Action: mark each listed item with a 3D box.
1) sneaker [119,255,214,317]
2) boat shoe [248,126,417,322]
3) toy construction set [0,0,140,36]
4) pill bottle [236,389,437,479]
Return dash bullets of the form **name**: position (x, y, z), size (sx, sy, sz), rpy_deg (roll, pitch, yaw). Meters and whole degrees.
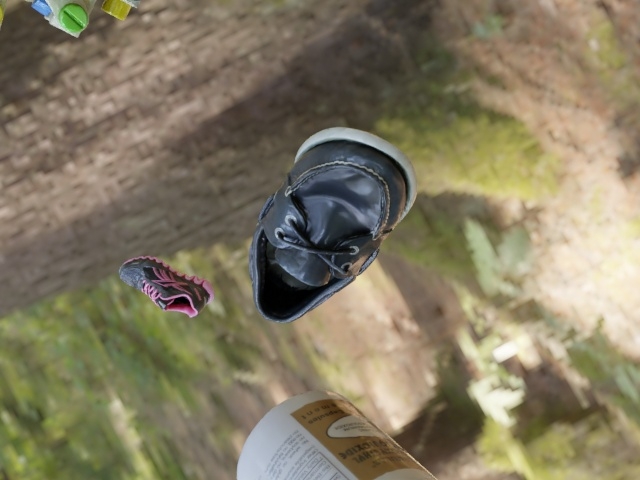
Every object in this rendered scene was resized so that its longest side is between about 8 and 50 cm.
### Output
- **sneaker**: position (-0.190, 0.059, 2.009), size (0.057, 0.119, 0.047), rpy_deg (-66, -7, -48)
- **boat shoe**: position (-0.004, -0.002, 1.648), size (0.127, 0.113, 0.340), rpy_deg (29, 155, -10)
- **toy construction set**: position (-0.252, -0.351, 1.745), size (0.215, 0.328, 0.151), rpy_deg (25, -159, -19)
- **pill bottle**: position (0.039, 0.236, 1.402), size (0.229, 0.131, 0.131), rpy_deg (39, 158, 45)
